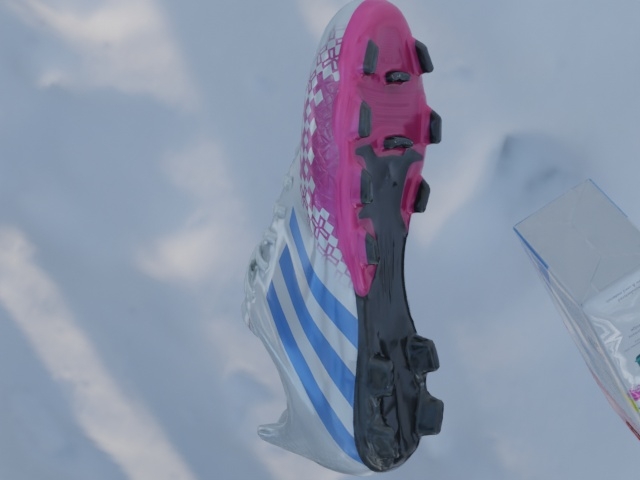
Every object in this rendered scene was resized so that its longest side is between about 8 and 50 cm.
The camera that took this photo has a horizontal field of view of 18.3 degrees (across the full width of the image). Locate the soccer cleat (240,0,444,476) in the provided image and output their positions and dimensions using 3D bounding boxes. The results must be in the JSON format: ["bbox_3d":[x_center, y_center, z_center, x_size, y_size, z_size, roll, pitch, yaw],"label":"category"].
[{"bbox_3d":[0.000,0.000,1.353,0.143,0.116,0.331,6,102,34],"label":"soccer cleat"}]

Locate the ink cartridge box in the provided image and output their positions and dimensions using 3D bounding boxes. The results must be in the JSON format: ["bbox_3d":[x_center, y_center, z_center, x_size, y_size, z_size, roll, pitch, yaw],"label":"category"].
[{"bbox_3d":[0.252,0.079,1.578,0.078,0.134,0.231,-33,124,-1],"label":"ink cartridge box"}]
